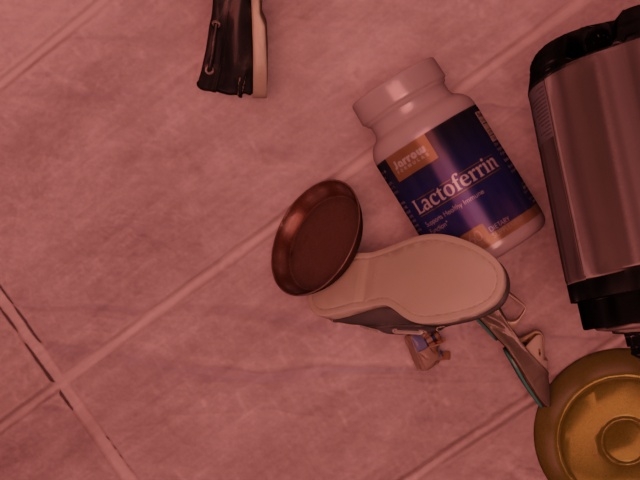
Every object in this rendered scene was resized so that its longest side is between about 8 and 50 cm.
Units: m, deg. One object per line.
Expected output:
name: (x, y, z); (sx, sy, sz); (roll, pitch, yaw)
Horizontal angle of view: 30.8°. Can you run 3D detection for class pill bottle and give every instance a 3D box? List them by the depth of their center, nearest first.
pill bottle: (0.162, -0.095, 1.511); (0.153, 0.153, 0.264); (-32, 89, 11)

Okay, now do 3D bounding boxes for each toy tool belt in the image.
toy tool belt: (0.144, 0.134, 1.593); (0.051, 0.052, 0.083); (-24, 95, -20)

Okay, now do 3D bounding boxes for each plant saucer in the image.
plant saucer: (0.408, 0.266, 1.561); (0.241, 0.037, 0.240); (1, 96, 9)
plant saucer: (0.000, 0.000, 1.565); (0.029, 0.168, 0.168); (28, 103, -38)

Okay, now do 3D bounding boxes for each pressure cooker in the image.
pressure cooker: (0.445, -0.047, 1.342); (0.376, 0.370, 0.420); (-15, 81, 37)

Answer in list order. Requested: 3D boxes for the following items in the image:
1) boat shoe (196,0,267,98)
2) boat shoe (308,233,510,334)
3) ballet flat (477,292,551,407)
boat shoe: (-0.132, -0.358, 1.550); (0.113, 0.127, 0.340); (-3, 104, -2)
boat shoe: (0.125, 0.066, 1.489); (0.319, 0.099, 0.116); (-7, 64, 46)
ballet flat: (0.260, 0.125, 1.556); (0.068, 0.072, 0.213); (-37, 88, 7)
